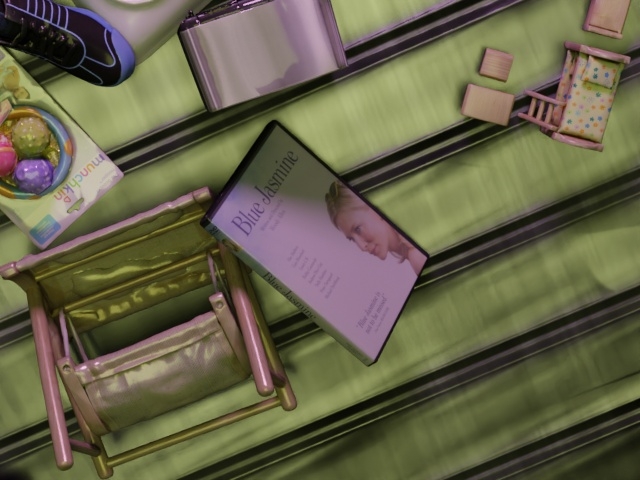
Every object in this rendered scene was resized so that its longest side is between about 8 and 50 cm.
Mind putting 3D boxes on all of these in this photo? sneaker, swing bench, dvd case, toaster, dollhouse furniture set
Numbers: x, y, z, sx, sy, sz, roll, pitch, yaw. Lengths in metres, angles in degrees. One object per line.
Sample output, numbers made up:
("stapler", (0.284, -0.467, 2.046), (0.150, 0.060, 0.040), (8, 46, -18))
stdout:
("sneaker", (-0.320, -0.235, 1.559), (0.232, 0.090, 0.081), (32, 122, -3))
("swing bench", (-0.193, 0.107, 1.594), (0.253, 0.165, 0.255), (-20, 74, 4))
("dvd case", (0.000, 0.000, 1.586), (0.253, 0.180, 0.022), (41, 140, -12))
("toaster", (-0.063, -0.217, 1.528), (0.168, 0.185, 0.110), (-20, 98, -5))
("dollhouse furniture set", (0.260, -0.210, 1.582), (0.160, 0.101, 0.182), (14, 100, -4))

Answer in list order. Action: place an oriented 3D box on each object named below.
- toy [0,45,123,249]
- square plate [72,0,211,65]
("toy", (-0.359, -0.113, 1.609), (0.137, 0.056, 0.237), (-41, 99, 8))
("square plate", (-0.195, -0.429, 1.556), (0.347, 0.049, 0.344), (-39, 99, 6))
